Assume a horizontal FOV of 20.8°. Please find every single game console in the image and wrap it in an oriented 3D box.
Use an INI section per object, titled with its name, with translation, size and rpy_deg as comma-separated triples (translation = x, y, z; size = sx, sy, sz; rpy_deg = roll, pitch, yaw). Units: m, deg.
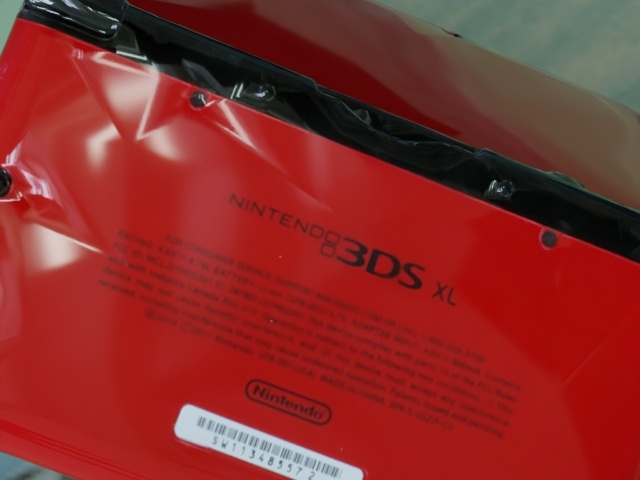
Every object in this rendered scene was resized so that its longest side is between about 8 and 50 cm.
[game console]
translation = 0.000, 0.000, 0.360
size = 0.144, 0.124, 0.085
rpy_deg = 21, 173, -7
